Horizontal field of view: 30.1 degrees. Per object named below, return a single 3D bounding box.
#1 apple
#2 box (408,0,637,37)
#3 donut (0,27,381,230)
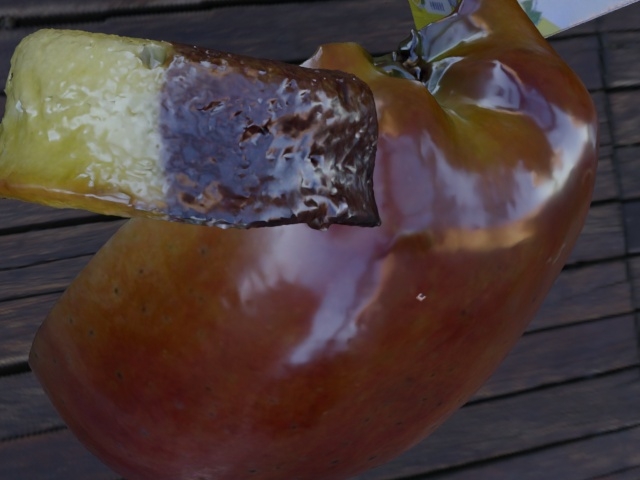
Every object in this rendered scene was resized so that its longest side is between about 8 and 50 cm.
[{"bbox_3d":[0.000,0.000,0.756,0.295,0.365,0.328,22,53,-18],"label":"apple"},{"bbox_3d":[0.209,-0.241,0.968,0.265,0.168,0.097,-22,107,-4],"label":"box"},{"bbox_3d":[-0.044,-0.034,0.393,0.140,0.140,0.059,6,95,-21],"label":"donut"}]
